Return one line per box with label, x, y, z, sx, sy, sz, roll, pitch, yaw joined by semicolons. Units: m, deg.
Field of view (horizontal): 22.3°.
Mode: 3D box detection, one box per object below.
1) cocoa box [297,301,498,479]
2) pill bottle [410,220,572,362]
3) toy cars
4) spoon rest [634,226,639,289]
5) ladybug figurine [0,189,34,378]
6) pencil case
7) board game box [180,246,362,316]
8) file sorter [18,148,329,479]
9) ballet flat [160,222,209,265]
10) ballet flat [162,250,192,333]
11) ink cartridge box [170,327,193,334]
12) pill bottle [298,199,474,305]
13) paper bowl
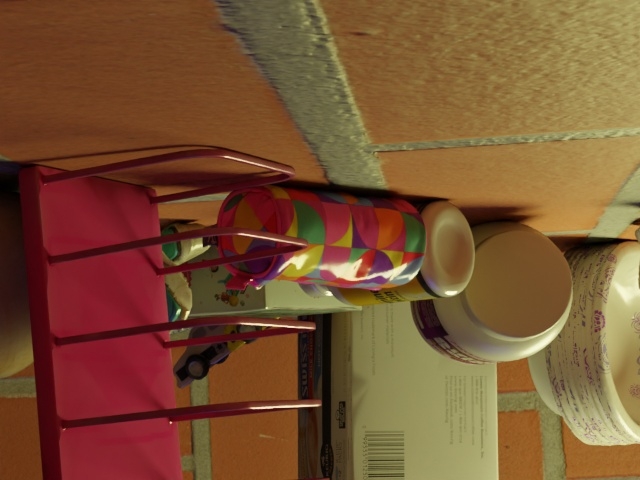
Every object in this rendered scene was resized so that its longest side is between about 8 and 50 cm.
cocoa box;0.105;0.197;2.317;0.231;0.347;0.228;2;173;-20
pill bottle;0.210;0.065;1.974;0.169;0.169;0.301;-3;174;-5
toy cars;-0.105;0.096;2.281;0.176;0.087;0.393;-36;179;-31
spoon rest;0.438;-0.002;1.975;0.137;0.084;0.276;-4;-172;22
ladybug figurine;-0.423;0.050;1.458;0.449;0.162;0.305;-3;170;5
pencil case;0.000;0.000;1.573;0.104;0.104;0.236;-8;173;42
board game box;-0.133;0.052;2.028;0.303;0.097;0.224;-5;175;31
file sorter;-0.112;0.079;1.365;0.182;0.291;0.202;-9;172;23
ballet flat;-0.169;0.012;1.828;0.052;0.057;0.168;-11;179;-29
ballet flat;-0.309;0.034;1.761;0.409;0.147;0.147;-2;175;23
ink cartridge box;-0.327;0.111;2.415;0.324;0.071;0.330;-12;173;-1
pill bottle;0.065;0.017;1.741;0.184;0.103;0.103;-8;173;37
paper bowl;0.393;0.147;2.295;0.148;0.284;0.284;-6;173;34
